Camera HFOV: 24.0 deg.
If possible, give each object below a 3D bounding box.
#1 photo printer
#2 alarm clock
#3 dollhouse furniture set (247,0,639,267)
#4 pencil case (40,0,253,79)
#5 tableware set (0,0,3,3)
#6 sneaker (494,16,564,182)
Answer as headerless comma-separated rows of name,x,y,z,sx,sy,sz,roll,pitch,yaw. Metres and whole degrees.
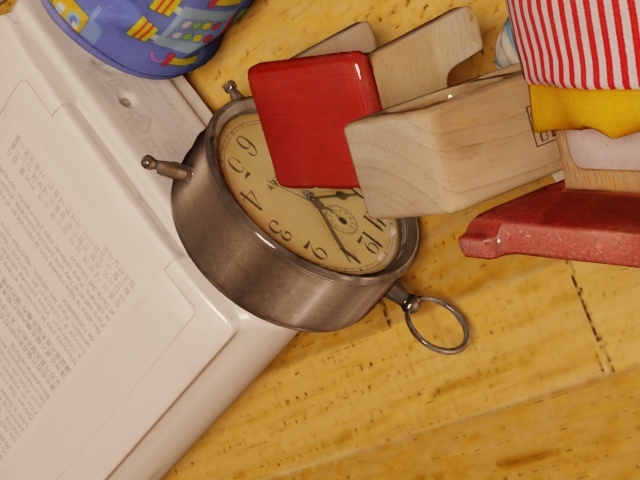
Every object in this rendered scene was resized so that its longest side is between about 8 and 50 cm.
photo printer,-0.160,0.033,0.938,0.256,0.107,0.307,52,131,14
alarm clock,0.000,0.000,0.800,0.192,0.129,0.064,36,126,2
dollhouse furniture set,0.050,-0.108,0.585,0.374,0.152,0.201,3,111,58
pencil case,-0.039,-0.222,0.770,0.133,0.119,0.306,39,126,-4
tableware set,-0.194,-0.182,0.962,0.194,0.039,0.128,18,112,35
sneaker,0.166,-0.035,0.684,0.092,0.087,0.229,-49,63,44
